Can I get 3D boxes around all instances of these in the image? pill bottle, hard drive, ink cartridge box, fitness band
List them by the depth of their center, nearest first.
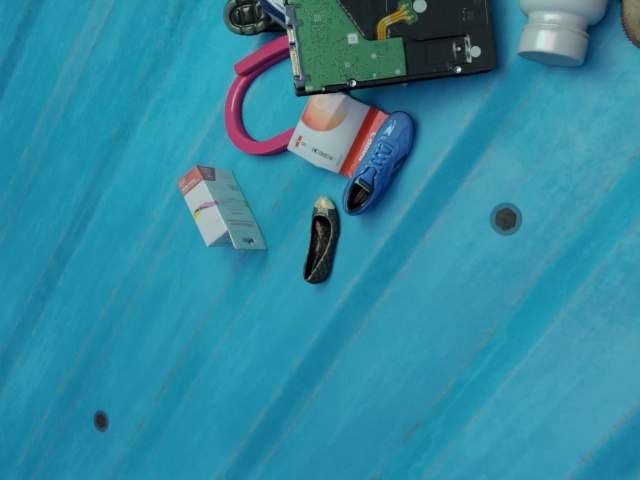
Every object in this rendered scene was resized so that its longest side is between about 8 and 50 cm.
[{"bbox_3d":[0.376,-0.391,1.078,0.131,0.131,0.229,16,98,32],"label":"pill bottle"},{"bbox_3d":[0.109,-0.376,1.172,0.339,0.064,0.237,-9,96,-2],"label":"hard drive"},{"bbox_3d":[0.044,-0.192,1.310,0.179,0.045,0.145,31,110,14],"label":"ink cartridge box"},{"bbox_3d":[-0.079,-0.288,1.417,0.291,0.054,0.209,-21,82,32],"label":"fitness band"},{"bbox_3d":[-0.200,-0.052,1.452,0.067,0.115,0.198,-36,71,26],"label":"ink cartridge box"}]

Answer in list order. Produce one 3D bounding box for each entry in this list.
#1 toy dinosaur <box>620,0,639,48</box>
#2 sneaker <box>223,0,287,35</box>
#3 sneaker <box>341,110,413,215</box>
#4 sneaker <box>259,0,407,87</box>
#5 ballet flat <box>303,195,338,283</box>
[{"bbox_3d":[0.522,-0.294,0.996,0.295,0.127,0.200,27,111,35],"label":"toy dinosaur"},{"bbox_3d":[-0.051,-0.455,1.368,0.267,0.106,0.101,0,109,11],"label":"sneaker"},{"bbox_3d":[0.104,-0.133,1.269,0.069,0.082,0.209,31,108,3],"label":"sneaker"},{"bbox_3d":[0.055,-0.424,1.261,0.315,0.127,0.182,28,92,-4],"label":"sneaker"},{"bbox_3d":[0.000,0.000,1.363,0.057,0.049,0.173,7,94,31],"label":"ballet flat"}]
